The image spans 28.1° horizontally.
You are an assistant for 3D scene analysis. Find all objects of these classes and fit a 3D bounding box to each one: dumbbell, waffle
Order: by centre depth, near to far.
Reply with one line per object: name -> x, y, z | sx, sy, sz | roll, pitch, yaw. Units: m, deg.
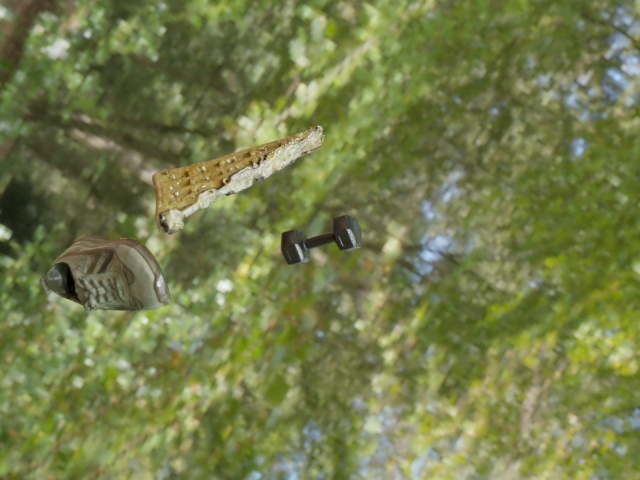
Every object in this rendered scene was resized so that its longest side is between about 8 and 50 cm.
waffle -> -0.062, -0.051, 1.039 | 0.152, 0.023, 0.097 | -16, -154, -4
dumbbell -> 0.000, 0.000, 1.316 | 0.083, 0.036, 0.040 | -16, -129, 20

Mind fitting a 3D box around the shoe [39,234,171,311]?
shoe -> -0.327, 0.061, 1.953 | 0.098, 0.103, 0.274 | -36, -155, -33
